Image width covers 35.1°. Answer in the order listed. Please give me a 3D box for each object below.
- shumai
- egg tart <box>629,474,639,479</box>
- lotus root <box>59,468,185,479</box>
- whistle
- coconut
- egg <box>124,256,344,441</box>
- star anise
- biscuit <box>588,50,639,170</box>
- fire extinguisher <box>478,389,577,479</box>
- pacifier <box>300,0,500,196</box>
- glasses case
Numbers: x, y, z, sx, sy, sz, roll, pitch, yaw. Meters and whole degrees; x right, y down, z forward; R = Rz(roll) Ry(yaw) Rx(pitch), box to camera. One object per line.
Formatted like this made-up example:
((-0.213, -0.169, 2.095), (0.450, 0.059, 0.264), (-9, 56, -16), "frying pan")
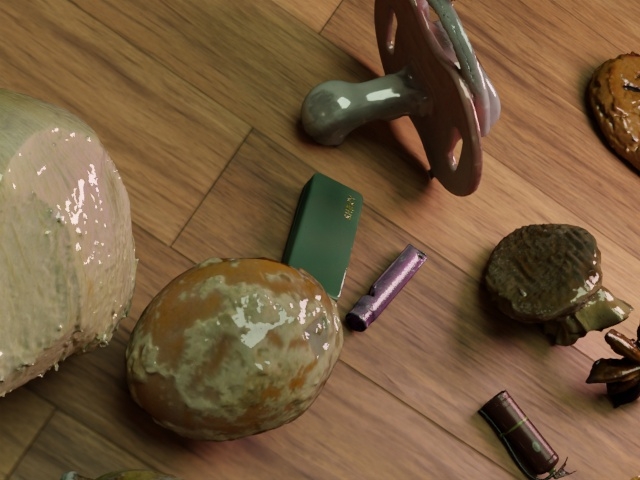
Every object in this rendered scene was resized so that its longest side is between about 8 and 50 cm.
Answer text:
((0.323, 0.071, 1.376), (0.153, 0.161, 0.209), (54, 8, -26), "shumai")
((0.480, 0.361, 1.241), (0.203, 0.147, 0.202), (15, 53, -20), "egg tart")
((-0.104, 0.328, 0.901), (0.349, 0.175, 0.175), (39, 46, -7), "lotus root")
((0.086, 0.058, 1.295), (0.033, 0.033, 0.176), (43, 46, 3), "whistle")
((-0.320, -0.013, 0.916), (0.297, 0.297, 0.254), (-15, 111, -38), "coconut")
((-0.089, 0.109, 1.043), (0.233, 0.195, 0.195), (-11, 64, -22), "egg")
((0.431, 0.160, 1.360), (0.168, 0.167, 0.057), (2, 32, -31), "star anise")
((0.600, -0.213, 1.782), (0.296, 0.075, 0.296), (16, 51, -22), "biscuit")
((0.257, 0.249, 1.258), (0.056, 0.039, 0.132), (-36, 80, -10), "fire extinguisher")
((0.124, -0.206, 1.395), (0.220, 0.273, 0.332), (18, 43, -56), "pacifier")
((0.000, 0.000, 1.278), (0.078, 0.039, 0.184), (26, 48, -13), "glasses case")
